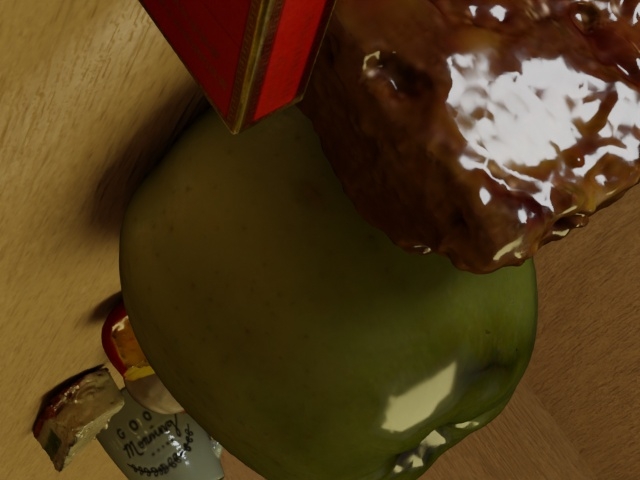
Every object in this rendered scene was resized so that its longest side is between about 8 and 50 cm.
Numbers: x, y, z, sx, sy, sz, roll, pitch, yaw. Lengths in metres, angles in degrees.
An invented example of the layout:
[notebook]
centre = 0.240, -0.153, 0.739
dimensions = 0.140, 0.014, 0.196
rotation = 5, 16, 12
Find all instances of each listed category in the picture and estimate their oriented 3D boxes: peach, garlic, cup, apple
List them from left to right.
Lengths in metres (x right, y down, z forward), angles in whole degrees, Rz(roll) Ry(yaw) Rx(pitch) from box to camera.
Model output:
[peach]
centre = -0.237, 0.128, 1.590
dimensions = 0.151, 0.118, 0.151
rotation = 16, 90, -87
[garlic]
centre = -0.220, 0.165, 1.741
dimensions = 0.112, 0.143, 0.318
rotation = 15, 132, -35
[cup]
centre = -0.266, 0.360, 2.157
dimensions = 0.258, 0.234, 0.186
rotation = -37, 169, -2
[apple]
centre = 0.018, 0.042, 1.245
dimensions = 0.473, 0.473, 0.473
rotation = -34, 169, -8

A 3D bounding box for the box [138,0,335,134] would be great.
[box]
centre = -0.058, -0.188, 0.734
dimensions = 0.074, 0.153, 0.240
rotation = -27, 167, -18

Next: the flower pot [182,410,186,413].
[flower pot]
centre = -0.178, 0.204, 1.939
dimensions = 0.173, 0.190, 0.190
rotation = -28, 171, 17

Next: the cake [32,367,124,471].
[cake]
centre = -0.414, 0.301, 1.839
dimensions = 0.220, 0.086, 0.117
rotation = -42, 168, 27

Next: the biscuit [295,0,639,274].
[biscuit]
centre = 0.171, -0.169, 1.025
dimensions = 0.395, 0.342, 0.166
rotation = -27, 169, -27
